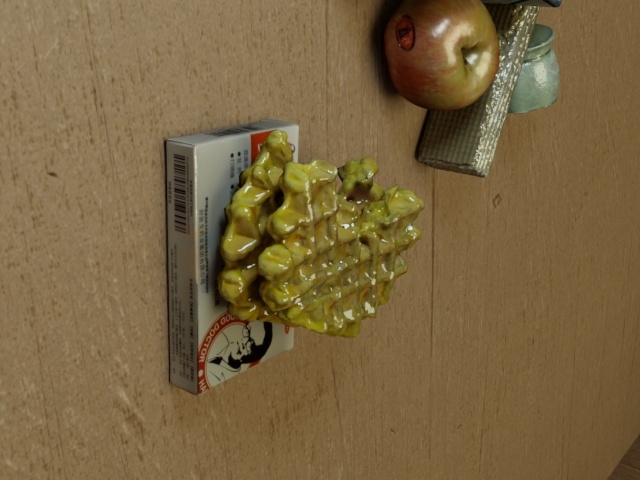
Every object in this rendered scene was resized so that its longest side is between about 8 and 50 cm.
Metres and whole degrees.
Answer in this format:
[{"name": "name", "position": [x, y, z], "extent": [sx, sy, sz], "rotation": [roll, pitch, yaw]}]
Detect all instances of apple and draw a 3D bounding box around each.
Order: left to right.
[{"name": "apple", "position": [0.197, -0.322, 1.515], "extent": [0.209, 0.164, 0.209], "rotation": [-18, 118, -37]}]

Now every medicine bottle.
[{"name": "medicine bottle", "position": [0.394, -0.342, 1.792], "extent": [0.147, 0.147, 0.143], "rotation": [-43, 130, -38]}]

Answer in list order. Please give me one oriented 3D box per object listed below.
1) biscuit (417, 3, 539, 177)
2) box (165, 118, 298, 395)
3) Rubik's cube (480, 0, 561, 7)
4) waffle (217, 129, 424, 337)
[{"name": "biscuit", "position": [0.305, -0.331, 1.678], "extent": [0.078, 0.144, 0.426], "rotation": [22, 83, -54]}, {"name": "box", "position": [-0.121, 0.018, 1.282], "extent": [0.214, 0.069, 0.353], "rotation": [-20, 119, -50]}, {"name": "Rubik's cube", "position": [0.298, -0.522, 1.543], "extent": [0.205, 0.207, 0.205], "rotation": [1, 103, -54]}, {"name": "waffle", "position": [0.000, 0.000, 1.263], "extent": [0.324, 0.151, 0.261], "rotation": [9, 99, -52]}]
